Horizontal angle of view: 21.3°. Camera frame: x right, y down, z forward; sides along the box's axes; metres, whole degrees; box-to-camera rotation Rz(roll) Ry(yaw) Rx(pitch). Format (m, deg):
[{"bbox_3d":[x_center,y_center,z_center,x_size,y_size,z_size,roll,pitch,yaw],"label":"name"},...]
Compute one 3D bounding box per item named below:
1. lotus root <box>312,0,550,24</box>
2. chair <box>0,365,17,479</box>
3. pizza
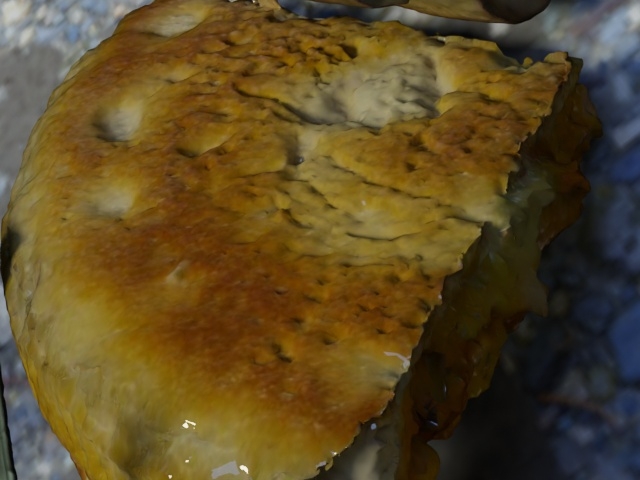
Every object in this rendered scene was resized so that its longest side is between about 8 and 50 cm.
[{"bbox_3d":[-0.010,-0.165,0.637,0.180,0.188,0.199,2,53,46],"label":"lotus root"},{"bbox_3d":[-0.173,0.166,0.538,0.203,0.274,0.190,-13,26,-16],"label":"chair"},{"bbox_3d":[0.000,0.000,0.604,0.226,0.086,0.335,-18,35,-7],"label":"pizza"}]
